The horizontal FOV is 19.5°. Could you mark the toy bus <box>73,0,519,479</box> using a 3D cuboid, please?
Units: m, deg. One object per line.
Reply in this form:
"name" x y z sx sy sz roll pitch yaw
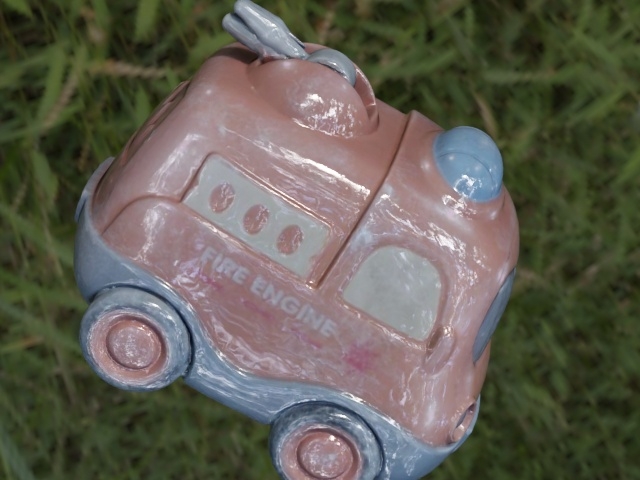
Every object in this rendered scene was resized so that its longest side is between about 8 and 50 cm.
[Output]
"toy bus" 0.000 0.000 1.180 0.294 0.197 0.231 31 117 -2
